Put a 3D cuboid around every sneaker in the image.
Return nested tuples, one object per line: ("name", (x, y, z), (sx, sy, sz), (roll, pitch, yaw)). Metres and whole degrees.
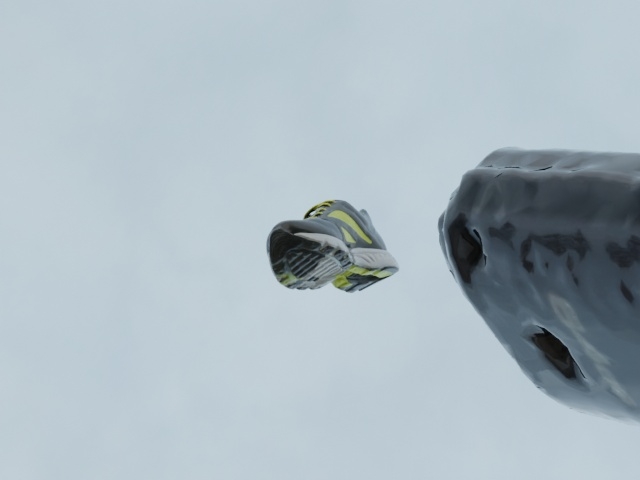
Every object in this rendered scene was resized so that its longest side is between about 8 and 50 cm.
("sneaker", (0.000, 0.000, 0.713), (0.031, 0.083, 0.035), (-31, -113, 21))

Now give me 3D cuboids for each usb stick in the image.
("usb stick", (0.115, 0.018, 0.285), (0.077, 0.278, 0.045), (43, -106, -25))
